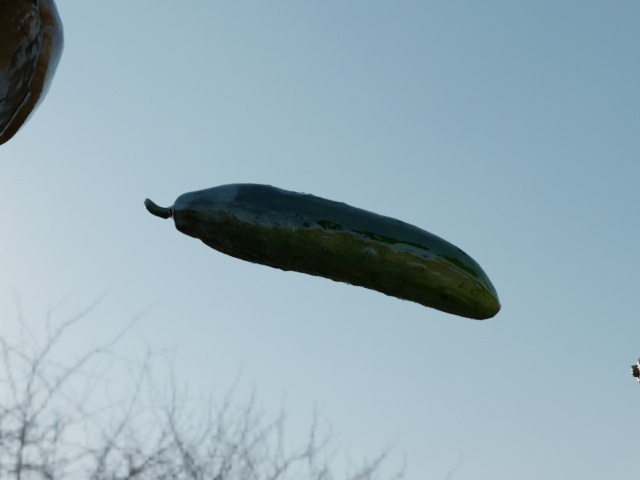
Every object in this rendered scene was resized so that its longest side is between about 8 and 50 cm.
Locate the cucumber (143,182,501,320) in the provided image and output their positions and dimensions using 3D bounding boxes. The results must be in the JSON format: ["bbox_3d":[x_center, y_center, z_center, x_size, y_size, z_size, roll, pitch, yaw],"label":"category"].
[{"bbox_3d":[0.000,0.000,0.661,0.250,0.056,0.056,15,-25,5],"label":"cucumber"}]

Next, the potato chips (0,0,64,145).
[{"bbox_3d":[-0.325,-0.194,1.059,0.062,0.195,0.208,8,-50,-46],"label":"potato chips"}]

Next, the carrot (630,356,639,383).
[{"bbox_3d":[0.454,0.127,1.054,0.248,0.043,0.043,-7,-26,4],"label":"carrot"}]
